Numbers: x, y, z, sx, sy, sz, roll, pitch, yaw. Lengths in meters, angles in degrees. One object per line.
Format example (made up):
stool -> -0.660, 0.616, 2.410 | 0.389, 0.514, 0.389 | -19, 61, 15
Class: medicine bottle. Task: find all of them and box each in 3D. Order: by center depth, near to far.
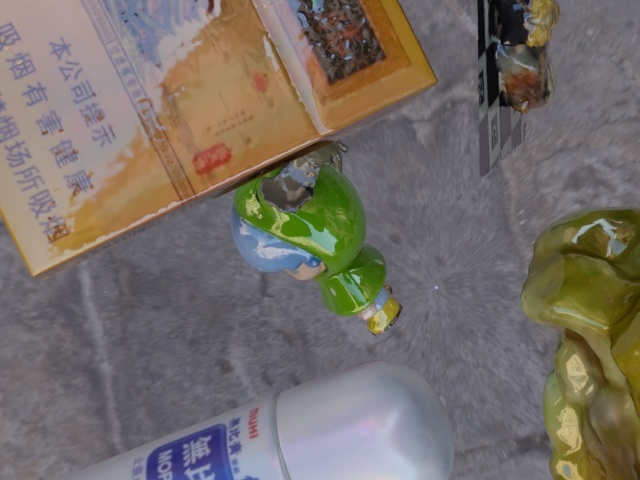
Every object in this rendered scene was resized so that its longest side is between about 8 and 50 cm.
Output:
medicine bottle -> -0.055, 0.201, 0.952 | 0.341, 0.130, 0.130 | -22, 86, 12

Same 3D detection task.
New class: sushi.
sushi -> 0.141, -0.157, 0.772 | 0.040, 0.193, 0.210 | 3, 104, 19

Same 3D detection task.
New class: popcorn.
popcorn -> 0.286, 0.105, 0.686 | 0.293, 0.334, 0.292 | -6, 86, -30

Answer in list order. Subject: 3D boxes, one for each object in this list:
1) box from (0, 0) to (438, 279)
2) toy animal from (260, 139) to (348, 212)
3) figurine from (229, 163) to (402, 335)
box -> -0.089, -0.112, 0.724 | 0.274, 0.076, 0.174 | -26, 91, -9
toy animal -> -0.073, -0.120, 1.212 | 0.214, 0.094, 0.186 | -10, 70, 19
figurine -> 0.000, 0.000, 1.333 | 0.143, 0.162, 0.263 | -36, 123, 12
